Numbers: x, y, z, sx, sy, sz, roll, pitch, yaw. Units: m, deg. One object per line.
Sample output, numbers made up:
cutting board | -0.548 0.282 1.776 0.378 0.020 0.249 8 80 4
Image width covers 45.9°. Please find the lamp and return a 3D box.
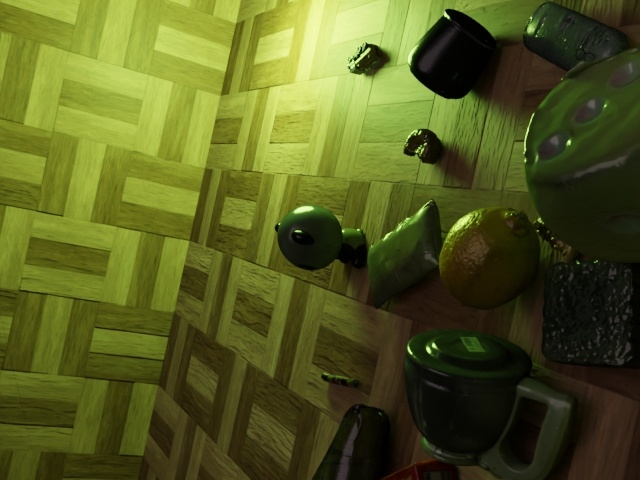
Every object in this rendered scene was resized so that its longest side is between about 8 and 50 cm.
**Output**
lamp | 0.000 0.000 2.072 0.198 0.244 0.197 -38 43 47

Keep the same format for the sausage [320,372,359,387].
sausage | 0.051 0.380 2.060 0.198 0.028 0.025 -6 52 60

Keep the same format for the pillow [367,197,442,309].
pillow | 0.206 0.036 1.861 0.302 0.075 0.185 -42 42 52

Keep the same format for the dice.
dice | 0.484 -0.127 1.172 0.252 0.254 0.249 -21 46 46

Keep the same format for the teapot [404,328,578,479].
teapot | 0.318 0.319 1.467 0.239 0.322 0.239 -43 -42 -68

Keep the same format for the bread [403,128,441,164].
bread | 0.260 -0.236 1.881 0.113 0.060 0.082 43 117 56

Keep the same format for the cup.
cup | 0.312 -0.446 1.786 0.176 0.169 0.223 -57 4 28

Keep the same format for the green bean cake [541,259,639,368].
green bean cake | 0.480 0.127 1.303 0.185 0.094 0.183 -12 69 59

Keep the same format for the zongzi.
zongzi | 0.049 0.547 1.892 0.300 0.138 0.286 -12 66 62

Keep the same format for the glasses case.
glasses case | 0.499 -0.393 1.497 0.109 0.067 0.282 -63 33 21

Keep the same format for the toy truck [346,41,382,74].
toy truck | 0.130 -0.539 2.245 0.123 0.052 0.062 -33 57 51

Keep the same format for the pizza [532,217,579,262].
pizza | 0.459 -0.039 1.461 0.131 0.041 0.178 0 80 63

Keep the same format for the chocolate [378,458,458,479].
chocolate | 0.201 0.605 1.619 0.235 0.108 0.237 -42 43 45

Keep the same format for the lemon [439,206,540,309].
lemon | 0.336 0.035 1.502 0.188 0.188 0.256 -109 35 -43
